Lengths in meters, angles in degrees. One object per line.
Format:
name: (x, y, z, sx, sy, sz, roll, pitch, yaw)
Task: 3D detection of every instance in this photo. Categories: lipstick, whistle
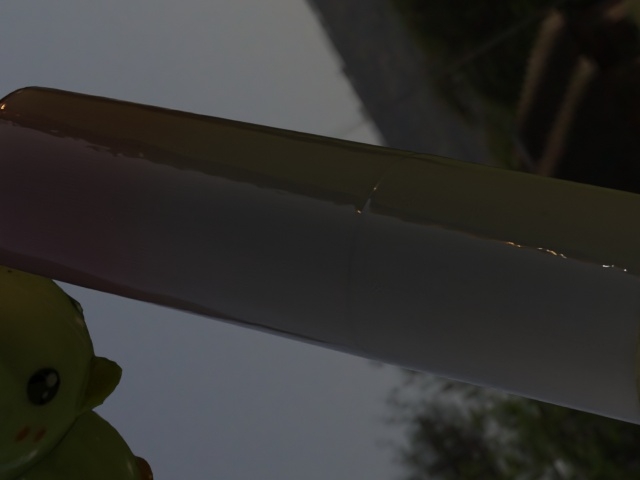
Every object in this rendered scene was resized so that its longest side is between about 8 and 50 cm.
lipstick: (0.000, 0.000, 0.819, 0.327, 0.087, 0.087, 12, 161, 31)
whistle: (-0.135, 0.115, 1.017, 0.294, 0.141, 0.141, 47, -167, -24)
